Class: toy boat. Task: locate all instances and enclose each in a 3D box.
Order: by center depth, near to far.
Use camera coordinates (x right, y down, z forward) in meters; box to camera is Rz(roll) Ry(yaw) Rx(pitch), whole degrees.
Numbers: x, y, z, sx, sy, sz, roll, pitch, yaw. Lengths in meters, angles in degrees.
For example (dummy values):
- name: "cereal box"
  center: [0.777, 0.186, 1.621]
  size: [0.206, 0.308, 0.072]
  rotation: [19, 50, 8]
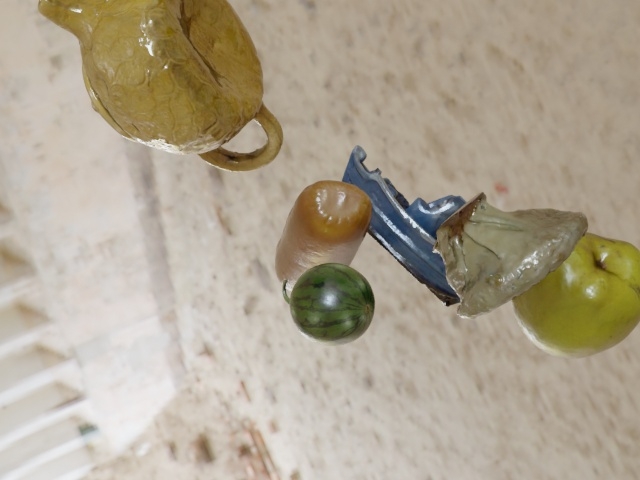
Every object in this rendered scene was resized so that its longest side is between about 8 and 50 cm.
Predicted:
- name: "toy boat"
  center: [0.154, -0.030, 1.945]
  size: [0.309, 0.142, 0.129]
  rotation: [45, -175, 7]

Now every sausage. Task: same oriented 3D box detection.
- name: "sausage"
  center: [-0.001, 0.000, 1.710]
  size: [0.105, 0.105, 0.274]
  rotation: [64, 160, 17]

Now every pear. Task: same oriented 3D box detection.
- name: "pear"
  center: [0.369, 0.078, 1.803]
  size: [0.200, 0.200, 0.200]
  rotation: [60, 165, 28]

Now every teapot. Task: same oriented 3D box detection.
- name: "teapot"
  center: [-0.167, -0.169, 1.323]
  size: [0.311, 0.167, 0.203]
  rotation: [42, -147, -36]

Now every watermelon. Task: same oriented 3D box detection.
- name: "watermelon"
  center: [0.009, 0.075, 1.439]
  size: [0.109, 0.109, 0.109]
  rotation: [60, 165, 28]

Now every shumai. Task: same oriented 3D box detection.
- name: "shumai"
  center: [0.220, -0.002, 1.535]
  size: [0.120, 0.201, 0.201]
  rotation: [52, 167, -4]
